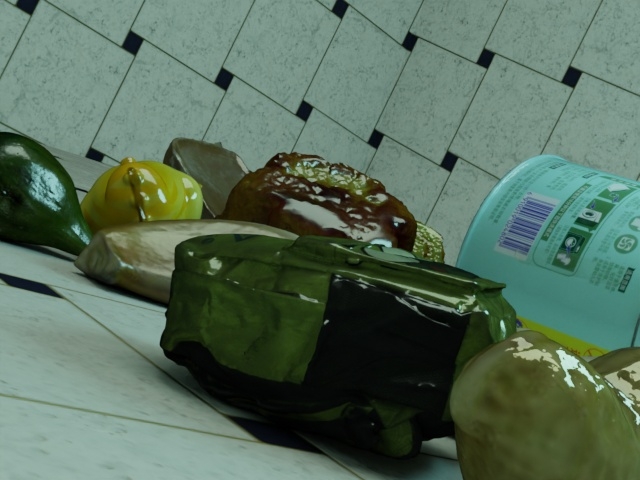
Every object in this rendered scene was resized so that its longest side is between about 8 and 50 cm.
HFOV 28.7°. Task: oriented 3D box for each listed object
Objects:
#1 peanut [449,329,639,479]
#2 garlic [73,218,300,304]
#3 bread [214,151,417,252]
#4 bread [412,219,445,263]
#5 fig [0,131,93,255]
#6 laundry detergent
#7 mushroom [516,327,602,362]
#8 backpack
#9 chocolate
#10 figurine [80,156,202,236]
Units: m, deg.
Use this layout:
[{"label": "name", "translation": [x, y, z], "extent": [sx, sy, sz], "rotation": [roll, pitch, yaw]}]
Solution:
[{"label": "peanut", "translation": [0.164, 0.125, 0.756], "extent": [0.253, 0.137, 0.122], "rotation": [13, 5, -43]}, {"label": "garlic", "translation": [-0.092, 0.035, 1.268], "extent": [0.318, 0.112, 0.143], "rotation": [5, 12, -28]}, {"label": "bread", "translation": [-0.003, -0.007, 1.532], "extent": [0.246, 0.135, 0.232], "rotation": [23, 30, 6]}, {"label": "bread", "translation": [0.106, 0.043, 1.702], "extent": [0.132, 0.103, 0.172], "rotation": [16, -26, 13]}, {"label": "fig", "translation": [-0.290, -0.039, 1.275], "extent": [0.177, 0.117, 0.117], "rotation": [29, 1, -8]}, {"label": "laundry detergent", "translation": [0.351, 0.074, 1.426], "extent": [0.305, 0.287, 0.287], "rotation": [22, 4, 39]}, {"label": "mushroom", "translation": [0.342, 0.089, 0.961], "extent": [0.356, 0.315, 0.315], "rotation": [32, 5, 9]}, {"label": "backpack", "translation": [0.012, 0.067, 0.890], "extent": [0.253, 0.140, 0.207], "rotation": [12, 0, 15]}, {"label": "chocolate", "translation": [-0.132, -0.028, 1.718], "extent": [0.161, 0.083, 0.261], "rotation": [13, 36, -46]}, {"label": "figurine", "translation": [-0.207, -0.031, 1.403], "extent": [0.156, 0.131, 0.246], "rotation": [-16, 10, -7]}]
